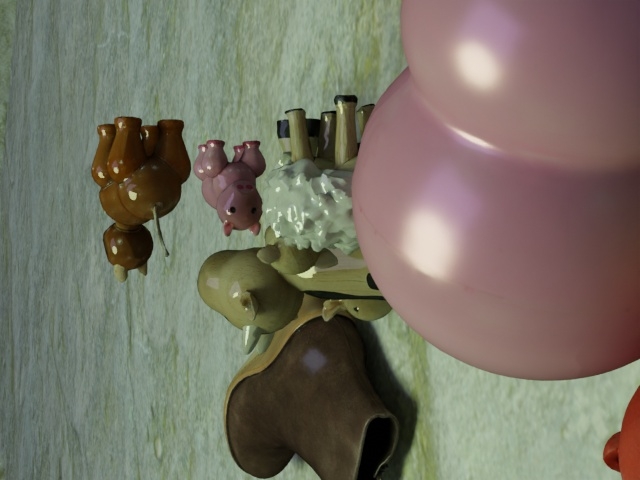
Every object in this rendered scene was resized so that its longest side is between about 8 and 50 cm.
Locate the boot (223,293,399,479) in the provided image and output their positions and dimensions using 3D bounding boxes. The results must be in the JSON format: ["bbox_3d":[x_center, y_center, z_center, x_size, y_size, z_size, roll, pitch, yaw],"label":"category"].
[{"bbox_3d":[-0.014,0.183,1.139,0.207,0.090,0.248,-119,38,-48],"label":"boot"}]

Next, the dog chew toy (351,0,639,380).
[{"bbox_3d":[0.125,-0.092,0.619,0.207,0.206,0.332,-123,30,-49],"label":"dog chew toy"}]

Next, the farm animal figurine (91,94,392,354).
[{"bbox_3d":[0.000,0.000,0.941,0.326,0.330,0.172,-2,88,38],"label":"farm animal figurine"}]

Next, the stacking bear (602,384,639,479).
[{"bbox_3d":[0.217,0.054,0.529,0.289,0.175,0.164,106,169,-55],"label":"stacking bear"}]
